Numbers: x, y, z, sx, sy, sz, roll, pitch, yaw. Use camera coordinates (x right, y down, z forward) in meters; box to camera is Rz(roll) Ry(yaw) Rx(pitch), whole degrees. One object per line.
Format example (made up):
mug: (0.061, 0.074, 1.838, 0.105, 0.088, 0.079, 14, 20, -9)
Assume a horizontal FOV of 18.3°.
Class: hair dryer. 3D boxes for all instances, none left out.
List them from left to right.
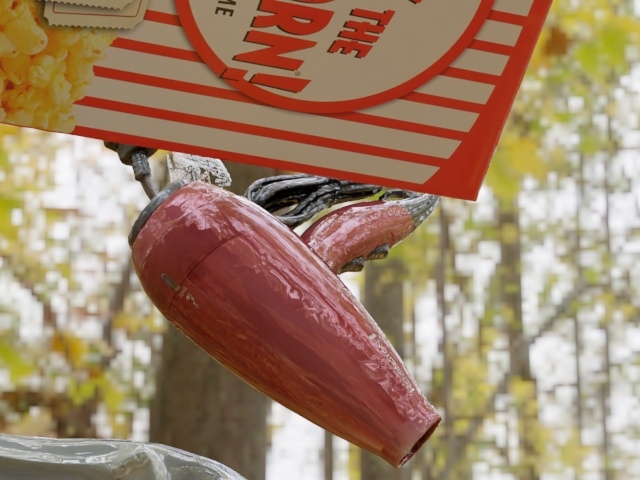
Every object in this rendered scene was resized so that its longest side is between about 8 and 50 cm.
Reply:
hair dryer: (0.000, 0.000, 1.092, 0.224, 0.293, 0.080, 5, -45, -24)

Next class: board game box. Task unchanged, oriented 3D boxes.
board game box: (-0.023, -0.097, 0.595, 0.194, 0.045, 0.146, 8, -58, -16)

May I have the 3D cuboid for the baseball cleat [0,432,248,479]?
baseball cleat: (-0.096, 0.107, 0.721, 0.206, 0.072, 0.109, 17, -19, 4)
